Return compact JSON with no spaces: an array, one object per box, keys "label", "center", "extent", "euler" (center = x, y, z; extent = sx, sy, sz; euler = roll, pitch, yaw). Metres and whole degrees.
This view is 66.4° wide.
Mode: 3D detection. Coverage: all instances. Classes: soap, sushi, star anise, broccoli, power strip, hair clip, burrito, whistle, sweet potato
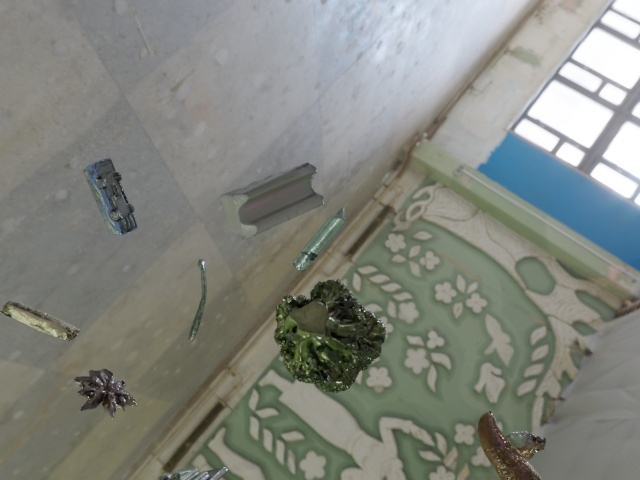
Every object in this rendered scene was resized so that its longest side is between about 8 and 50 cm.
[{"label":"soap","center":[-0.172,-0.132,1.636],"extent":[0.302,0.159,0.258],"euler":[-24,-170,-19]},{"label":"sushi","center":[0.641,0.686,1.613],"extent":[0.097,0.103,0.226],"euler":[-26,153,-32]},{"label":"star anise","center":[-0.623,0.448,1.434],"extent":[0.065,0.195,0.182],"euler":[-53,-151,7]},{"label":"broccoli","center":[0.004,0.132,0.693],"extent":[0.146,0.162,0.138],"euler":[-46,146,-12]},{"label":"power strip","center":[-0.363,0.609,1.218],"extent":[0.198,0.064,0.213],"euler":[-19,172,15]},{"label":"hair clip","center":[-0.338,0.167,1.368],"extent":[0.066,0.036,0.229],"euler":[-179,-84,-76]},{"label":"burrito","center":[-0.698,0.200,1.223],"extent":[0.045,0.185,0.041],"euler":[-59,-167,5]},{"label":"whistle","center":[0.000,0.000,1.710],"extent":[0.062,0.062,0.312],"euler":[-34,168,-49]},{"label":"sweet potato","center":[0.541,0.636,1.327],"extent":[0.114,0.341,0.092],"euler":[-12,149,-50]}]

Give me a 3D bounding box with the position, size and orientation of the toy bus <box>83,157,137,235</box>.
[{"label":"toy bus","center":[-0.425,-0.086,0.991],"extent":[0.051,0.061,0.153],"euler":[-40,118,-53]}]
